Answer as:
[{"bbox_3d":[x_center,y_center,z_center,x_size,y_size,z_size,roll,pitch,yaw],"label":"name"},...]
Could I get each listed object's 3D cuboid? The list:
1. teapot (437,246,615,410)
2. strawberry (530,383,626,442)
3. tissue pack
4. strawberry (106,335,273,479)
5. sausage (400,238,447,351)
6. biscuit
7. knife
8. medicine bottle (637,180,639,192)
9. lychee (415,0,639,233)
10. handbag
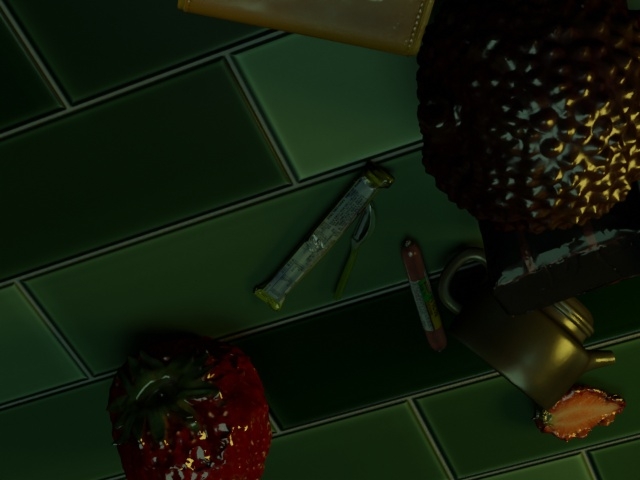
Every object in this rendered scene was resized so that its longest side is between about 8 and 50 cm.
[{"bbox_3d":[0.287,0.107,1.611,0.268,0.185,0.175,39,88,0],"label":"teapot"},{"bbox_3d":[0.398,0.261,1.802,0.152,0.048,0.104,-5,123,-13],"label":"strawberry"},{"bbox_3d":[-0.007,-0.329,1.274,0.274,0.145,0.194,10,130,-6],"label":"tissue pack"},{"bbox_3d":[-0.179,0.279,1.713,0.257,0.257,0.277,-12,143,11],"label":"strawberry"},{"bbox_3d":[0.150,0.083,1.671,0.029,0.029,0.223,-12,128,11],"label":"sausage"},{"bbox_3d":[0.000,0.000,1.605,0.048,0.026,0.292,42,122,-1],"label":"biscuit"},{"bbox_3d":[0.049,0.017,1.625,0.026,0.022,0.184,29,128,12],"label":"knife"},{"bbox_3d":[0.559,-0.070,1.403,0.306,0.245,0.245,-19,126,24],"label":"medicine bottle"},{"bbox_3d":[0.248,-0.155,1.312,0.330,0.306,0.306,-13,133,-23],"label":"lychee"},{"bbox_3d":[0.310,-0.018,1.499,0.215,0.169,0.155,-20,140,14],"label":"handbag"}]
